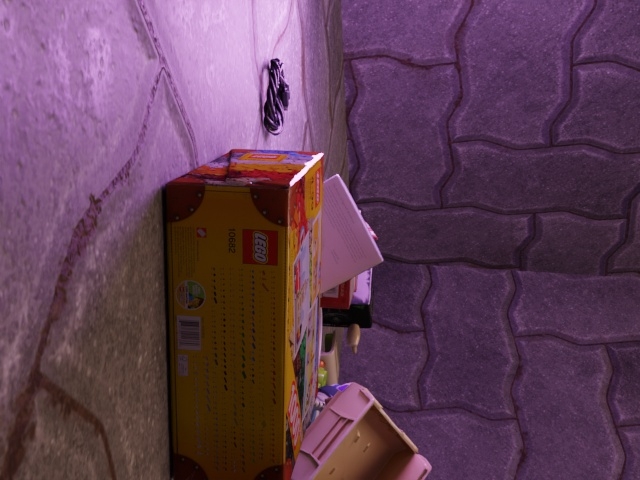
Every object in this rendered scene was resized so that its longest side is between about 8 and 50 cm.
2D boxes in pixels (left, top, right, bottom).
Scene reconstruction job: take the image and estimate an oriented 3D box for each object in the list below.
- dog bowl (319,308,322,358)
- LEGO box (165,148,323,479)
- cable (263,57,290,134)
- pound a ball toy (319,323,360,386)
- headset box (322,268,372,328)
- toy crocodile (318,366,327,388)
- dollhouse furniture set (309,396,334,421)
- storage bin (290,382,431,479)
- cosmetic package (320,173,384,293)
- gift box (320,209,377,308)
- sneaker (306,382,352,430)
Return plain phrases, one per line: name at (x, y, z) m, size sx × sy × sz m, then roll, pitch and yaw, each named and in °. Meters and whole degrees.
dog bowl at (-0.062, 0.300, 2.163) m, size 0.265 × 0.104 × 0.265 m, roll 3°, pitch 90°, yaw -83°
LEGO box at (-0.115, 0.114, 1.285) m, size 0.372 × 0.193 × 0.501 m, roll -61°, pitch 153°, yaw -73°
cable at (-0.111, -0.343, 1.751) m, size 0.185 × 0.047 × 0.151 m, roll 89°, pitch 13°, yaw -47°
pound a ball toy at (0.034, 0.422, 2.576) m, size 0.319 × 0.208 × 0.136 m, roll 86°, pitch 10°, yaw -51°
headset box at (0.051, 0.184, 2.443) m, size 0.283 × 0.246 × 0.131 m, roll 79°, pitch 15°, yaw -66°
toy crocodile at (-0.052, 0.464, 2.300) m, size 0.340 × 0.115 × 0.105 m, roll -40°, pitch 139°, yaw -77°
dollhouse furniture set at (-0.045, 0.515, 1.671) m, size 0.198 × 0.286 × 0.304 m, roll 65°, pitch 19°, yaw -73°
storage bin at (0.084, 0.499, 1.635) m, size 0.260 × 0.123 × 0.262 m, roll -48°, pitch 119°, yaw -18°
cosmetic package at (0.000, 0.000, 1.718) m, size 0.224 × 0.224 × 0.138 m, roll 63°, pitch 7°, yaw 4°
gift box at (0.004, 0.048, 1.943) m, size 0.258 × 0.276 × 0.255 m, roll -62°, pitch 160°, yaw -77°
sneaker at (-0.009, 0.443, 2.059) m, size 0.236 × 0.130 × 0.323 m, roll -37°, pitch 140°, yaw -25°
